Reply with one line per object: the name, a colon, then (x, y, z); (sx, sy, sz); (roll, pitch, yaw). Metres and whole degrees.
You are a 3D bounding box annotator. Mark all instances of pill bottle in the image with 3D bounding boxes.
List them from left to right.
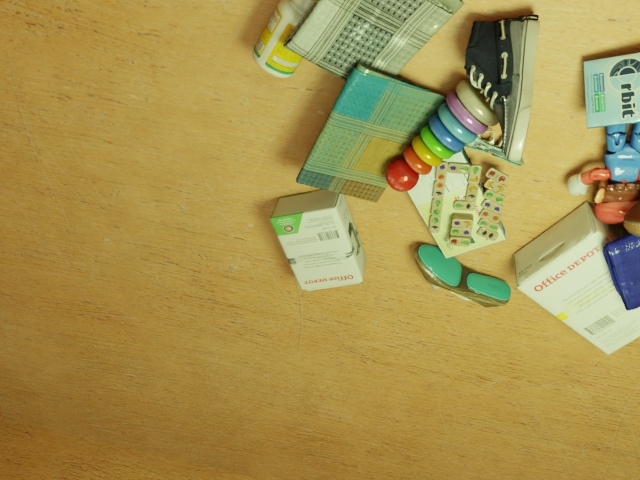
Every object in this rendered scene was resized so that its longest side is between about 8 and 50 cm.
pill bottle: (-0.071, -0.511, 1.476); (0.118, 0.117, 0.208); (30, 128, -11)

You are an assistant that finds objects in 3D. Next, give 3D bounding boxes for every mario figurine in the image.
mario figurine: (0.763, -0.196, 1.560); (0.198, 0.170, 0.320); (24, 128, 42)

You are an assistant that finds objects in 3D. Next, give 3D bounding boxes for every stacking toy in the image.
stacking toy: (0.294, -0.252, 1.566); (0.141, 0.141, 0.330); (38, 121, -17)

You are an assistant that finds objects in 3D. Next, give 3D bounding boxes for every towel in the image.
towel: (0.125, -0.270, 1.600); (0.272, 0.040, 0.370); (13, 129, -26)
towel: (0.127, -0.501, 1.404); (0.312, 0.056, 0.324); (19, 132, -34)
towel: (0.892, 0.031, 1.549); (0.308, 0.076, 0.227); (-25, 119, 11)

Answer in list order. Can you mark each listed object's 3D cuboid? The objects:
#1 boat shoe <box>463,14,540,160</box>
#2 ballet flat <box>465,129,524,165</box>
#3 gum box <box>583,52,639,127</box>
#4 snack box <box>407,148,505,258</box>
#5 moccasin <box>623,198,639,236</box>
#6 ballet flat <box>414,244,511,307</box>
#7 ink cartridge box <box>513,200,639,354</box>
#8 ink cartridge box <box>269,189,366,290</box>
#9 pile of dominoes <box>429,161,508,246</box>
boat shoe: (0.408, -0.353, 1.406); (0.158, 0.340, 0.127); (6, 171, 15)
ballet flat: (0.458, -0.252, 1.597); (0.189, 0.070, 0.070); (18, 129, -5)
gum box: (0.714, -0.350, 1.407); (0.184, 0.041, 0.156); (-2, 94, 27)
snack box: (0.379, -0.105, 1.728); (0.187, 0.060, 0.322); (-20, 121, 26)
moccasin: (0.876, -0.140, 1.443); (0.380, 0.139, 0.147); (-33, 119, -4)
ballet flat: (0.420, 0.124, 1.883); (0.343, 0.116, 0.124); (22, 148, -10)
ink cartridge box: (0.793, 0.112, 1.739); (0.385, 0.160, 0.279); (35, 125, -15)
ink cartridge box: (0.000, 0.000, 1.854); (0.211, 0.121, 0.289); (-8, 125, 19)
pile of dominoes: (0.406, -0.094, 1.666); (0.196, 0.040, 0.251); (5, 128, 8)
